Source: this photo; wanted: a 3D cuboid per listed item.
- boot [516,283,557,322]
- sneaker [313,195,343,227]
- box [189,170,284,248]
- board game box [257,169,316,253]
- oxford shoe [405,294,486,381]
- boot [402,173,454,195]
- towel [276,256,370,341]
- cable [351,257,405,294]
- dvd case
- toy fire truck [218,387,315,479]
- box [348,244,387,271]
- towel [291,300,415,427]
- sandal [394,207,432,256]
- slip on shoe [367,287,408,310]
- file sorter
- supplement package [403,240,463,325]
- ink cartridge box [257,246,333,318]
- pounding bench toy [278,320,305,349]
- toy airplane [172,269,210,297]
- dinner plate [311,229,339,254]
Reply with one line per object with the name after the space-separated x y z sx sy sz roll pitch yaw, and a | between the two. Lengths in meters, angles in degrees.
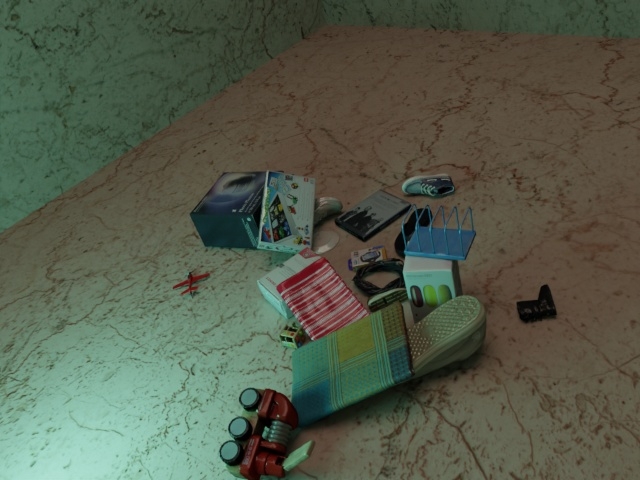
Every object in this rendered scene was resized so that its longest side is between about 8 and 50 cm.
0.608 0.177 1.669 0.099 0.045 0.121 -11 38 15 | boot
-0.035 -0.081 2.250 0.262 0.099 0.121 -15 60 -4 | sneaker
-0.304 -0.125 2.329 0.294 0.183 0.296 1 40 26 | box
-0.121 -0.104 2.159 0.193 0.053 0.305 9 65 -11 | board game box
0.258 0.310 1.589 0.449 0.130 0.169 -31 36 8 | oxford shoe
0.406 -0.202 2.213 0.190 0.069 0.086 -13 34 5 | boot
0.010 0.193 1.830 0.199 0.031 0.275 -30 60 -16 | towel
0.193 0.126 1.917 0.184 0.047 0.151 -9 42 8 | cable
0.196 -0.099 2.206 0.238 0.030 0.179 -34 39 -20 | dvd case
-0.106 0.486 1.464 0.246 0.158 0.217 4 53 21 | toy fire truck
0.159 0.062 2.018 0.136 0.028 0.081 -11 37 7 | box
0.077 0.336 1.597 0.370 0.040 0.271 -29 33 20 | towel
0.319 -0.038 2.054 0.097 0.054 0.254 2 41 26 | sandal
0.210 0.178 1.836 0.135 0.051 0.041 -24 25 3 | slip on shoe
0.319 -0.030 1.594 0.170 0.104 0.118 5 40 29 | file sorter
0.325 0.131 1.678 0.139 0.244 0.134 -4 39 19 | supplement package
-0.077 0.140 1.966 0.218 0.092 0.158 -32 40 -20 | ink cartridge box
-0.078 0.287 1.812 0.065 0.052 0.083 6 43 29 | pounding bench toy
-0.482 0.160 2.166 0.151 0.028 0.151 -13 37 10 | toy airplane
0.000 0.000 2.176 0.141 0.017 0.141 -12 36 9 | dinner plate
